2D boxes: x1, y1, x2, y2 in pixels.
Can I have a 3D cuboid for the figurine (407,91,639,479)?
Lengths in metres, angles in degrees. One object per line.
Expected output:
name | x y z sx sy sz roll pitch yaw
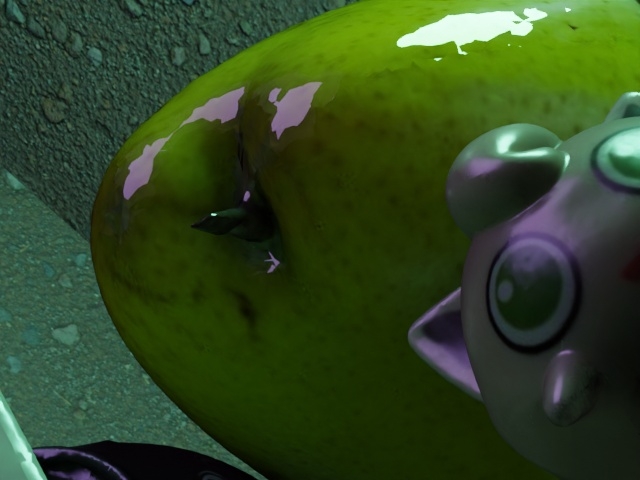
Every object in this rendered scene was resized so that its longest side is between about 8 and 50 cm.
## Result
figurine | 0.099 0.016 0.606 0.125 0.138 0.125 -16 -57 -26

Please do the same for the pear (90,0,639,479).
pear | 0.001 -0.002 0.747 0.178 0.267 0.267 10 -47 -33

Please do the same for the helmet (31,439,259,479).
helmet | -0.073 0.178 0.757 0.193 0.189 0.216 -4 -48 -25

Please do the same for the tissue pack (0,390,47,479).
tissue pack | -0.135 0.114 0.587 0.124 0.225 0.185 -23 -46 -17
